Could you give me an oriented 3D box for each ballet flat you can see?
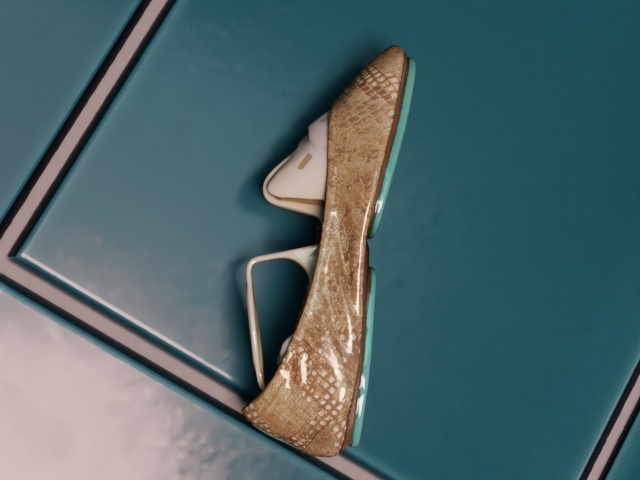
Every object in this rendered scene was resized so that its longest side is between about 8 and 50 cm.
[{"bbox_3d":[0.000,0.000,0.592,0.067,0.073,0.206,9,81,-2],"label":"ballet flat"}]
